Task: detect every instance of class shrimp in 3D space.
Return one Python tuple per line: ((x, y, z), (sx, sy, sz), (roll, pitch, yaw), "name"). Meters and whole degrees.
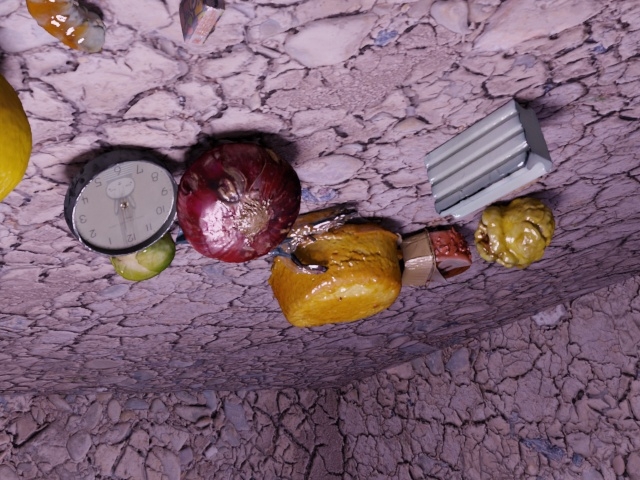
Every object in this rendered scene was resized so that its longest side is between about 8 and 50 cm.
((0.000, 0.000, 1.816), (0.219, 0.152, 0.046), (-21, 173, 9), "shrimp")
((-0.291, -0.316, 0.986), (0.166, 0.049, 0.161), (-26, 155, 13), "shrimp")

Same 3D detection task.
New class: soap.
((0.340, -0.159, 1.583), (0.094, 0.150, 0.261), (11, 150, -40), "soap")

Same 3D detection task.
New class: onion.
((-0.157, -0.078, 1.461), (0.246, 0.190, 0.246), (-17, 132, -19), "onion")

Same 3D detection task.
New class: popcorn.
((0.505, -0.027, 2.020), (0.203, 0.200, 0.226), (23, -178, -15), "popcorn")

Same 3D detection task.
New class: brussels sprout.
((-0.399, 0.023, 1.695), (0.155, 0.117, 0.155), (-12, 138, -11), "brussels sprout")

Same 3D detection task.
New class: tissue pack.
((-0.162, -0.312, 1.030), (0.035, 0.063, 0.083), (-1, 156, -33), "tissue pack")

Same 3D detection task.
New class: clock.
((-0.366, -0.066, 1.420), (0.215, 0.042, 0.215), (-22, 133, -25), "clock")

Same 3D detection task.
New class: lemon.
((-0.514, -0.142, 1.040), (0.236, 0.235, 0.263), (9, 166, -44), "lemon")

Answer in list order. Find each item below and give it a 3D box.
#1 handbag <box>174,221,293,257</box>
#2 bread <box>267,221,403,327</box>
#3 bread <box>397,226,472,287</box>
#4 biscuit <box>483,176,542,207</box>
((-0.193, -0.003, 1.700), (0.229, 0.062, 0.179), (10, 178, -38), "handbag")
((0.051, 0.097, 1.996), (0.358, 0.204, 0.337), (-9, 159, -18), "bread")
((0.313, 0.055, 2.135), (0.212, 0.142, 0.224), (-7, 158, -3), "bread")
((0.432, -0.126, 1.854), (0.219, 0.055, 0.061), (-25, -168, 34), "biscuit")
